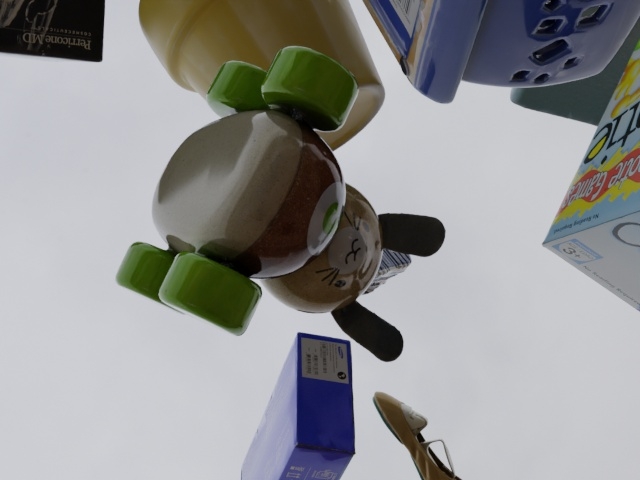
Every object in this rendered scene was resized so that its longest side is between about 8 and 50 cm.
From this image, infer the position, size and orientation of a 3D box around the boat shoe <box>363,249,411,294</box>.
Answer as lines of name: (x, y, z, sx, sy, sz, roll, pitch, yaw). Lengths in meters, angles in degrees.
boat shoe: (0.059, 0.044, 1.219, 0.183, 0.066, 0.066, 0, -45, -52)

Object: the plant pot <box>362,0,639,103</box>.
plant pot: (0.151, -0.274, 0.790, 0.212, 0.236, 0.236, -21, -112, -13)

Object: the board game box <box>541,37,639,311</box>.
board game box: (0.280, -0.085, 0.543, 0.144, 0.142, 0.275, 33, -109, -9)

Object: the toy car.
toy car: (0.000, 0.000, 0.542, 0.188, 0.149, 0.155, 30, -101, -29)

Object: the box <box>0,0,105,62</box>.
box: (-0.460, -0.398, 1.118, 0.343, 0.179, 0.313, -2, -78, -35)

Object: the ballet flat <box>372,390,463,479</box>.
ballet flat: (0.182, 0.363, 1.596, 0.073, 0.080, 0.232, -34, -100, 13)

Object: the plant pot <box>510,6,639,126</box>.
plant pot: (0.418, -0.319, 1.176, 0.247, 0.252, 0.247, 15, -133, 5)

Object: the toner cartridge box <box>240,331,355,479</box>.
toner cartridge box: (-0.040, 0.291, 1.157, 0.075, 0.348, 0.165, 11, -135, -10)

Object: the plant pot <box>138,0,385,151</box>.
plant pot: (-0.051, -0.226, 1.046, 0.254, 0.254, 0.239, -27, -106, -20)
